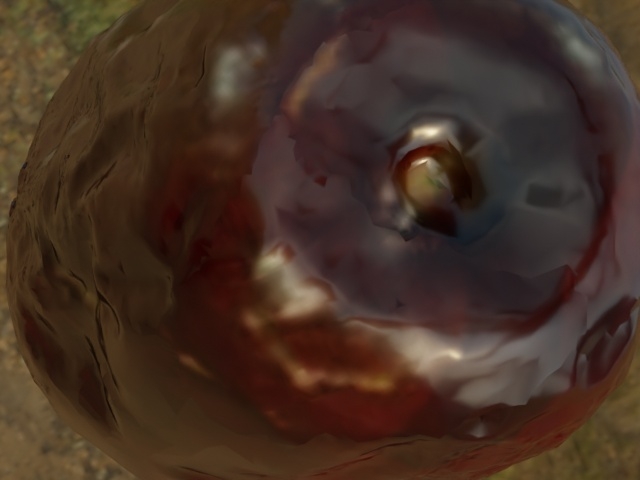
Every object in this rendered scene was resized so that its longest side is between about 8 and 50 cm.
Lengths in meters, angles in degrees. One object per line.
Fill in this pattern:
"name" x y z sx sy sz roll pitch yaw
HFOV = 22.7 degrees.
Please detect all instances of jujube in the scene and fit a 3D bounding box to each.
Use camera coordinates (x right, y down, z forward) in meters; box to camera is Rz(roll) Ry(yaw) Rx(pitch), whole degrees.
"jujube" 0.000 0.000 0.569 0.223 0.223 0.318 64 -13 0
